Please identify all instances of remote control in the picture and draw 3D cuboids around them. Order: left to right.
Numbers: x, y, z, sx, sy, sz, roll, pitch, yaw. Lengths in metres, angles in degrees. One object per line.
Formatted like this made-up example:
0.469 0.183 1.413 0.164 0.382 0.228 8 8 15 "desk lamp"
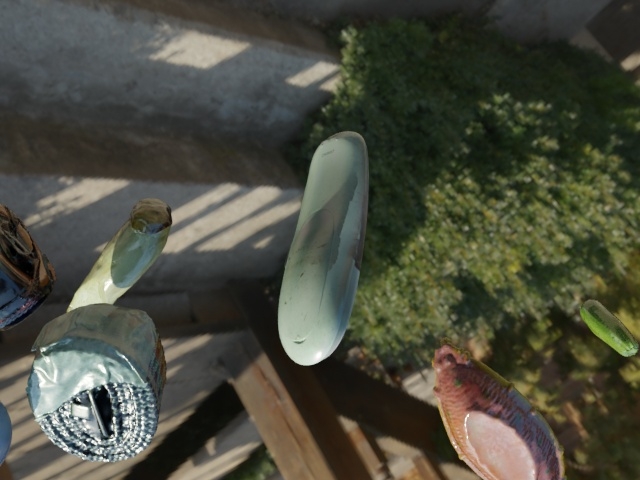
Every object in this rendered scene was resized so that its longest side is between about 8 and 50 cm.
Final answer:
0.002 0.000 0.903 0.097 0.256 0.045 -20 142 41 "remote control"

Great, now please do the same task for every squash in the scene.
0.250 0.075 0.786 0.027 0.027 0.089 -34 -161 3 "squash"

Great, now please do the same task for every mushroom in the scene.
-0.367 0.054 1.621 0.333 0.087 0.107 -48 -172 28 "mushroom"

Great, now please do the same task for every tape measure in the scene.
-0.481 0.022 1.288 0.135 0.223 0.202 -38 161 3 "tape measure"

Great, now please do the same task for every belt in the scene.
-0.355 0.225 1.443 0.207 0.150 0.257 -8 124 1 "belt"

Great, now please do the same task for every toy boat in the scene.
0.262 0.283 1.306 0.141 0.318 0.099 -29 -164 22 "toy boat"

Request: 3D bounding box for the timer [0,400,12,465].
-0.547 0.255 1.317 0.175 0.175 0.255 -23 135 -21 "timer"
